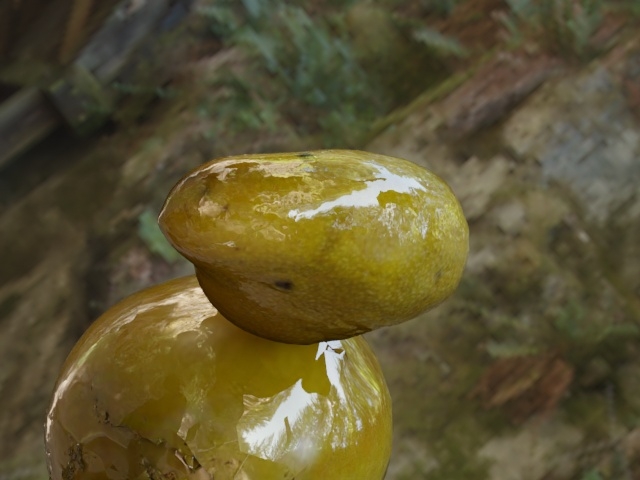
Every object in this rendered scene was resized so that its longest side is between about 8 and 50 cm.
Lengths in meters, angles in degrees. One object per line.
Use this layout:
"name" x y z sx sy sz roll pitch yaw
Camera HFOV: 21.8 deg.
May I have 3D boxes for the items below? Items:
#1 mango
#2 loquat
"mango" 0.000 0.005 0.928 0.262 0.157 0.108 -1 90 -70
"loquat" -0.067 0.129 1.094 0.235 0.235 0.235 45 -17 18
